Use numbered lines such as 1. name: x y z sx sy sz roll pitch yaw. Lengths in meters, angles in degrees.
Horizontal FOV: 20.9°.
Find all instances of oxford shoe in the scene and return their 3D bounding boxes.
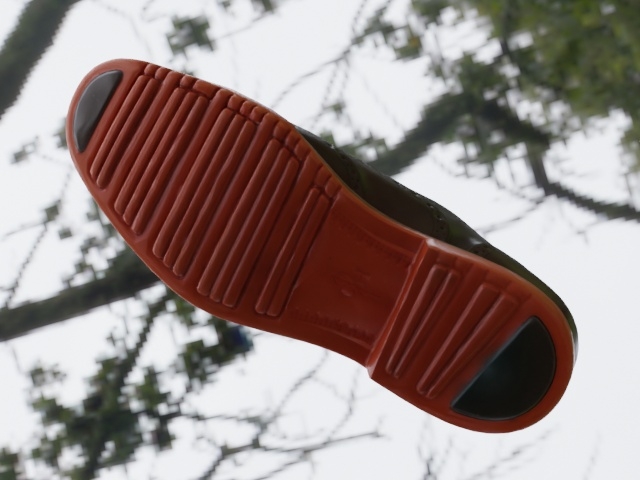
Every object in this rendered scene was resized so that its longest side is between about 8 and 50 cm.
1. oxford shoe: 0.000 0.000 0.836 0.271 0.097 0.098 34 -165 8
